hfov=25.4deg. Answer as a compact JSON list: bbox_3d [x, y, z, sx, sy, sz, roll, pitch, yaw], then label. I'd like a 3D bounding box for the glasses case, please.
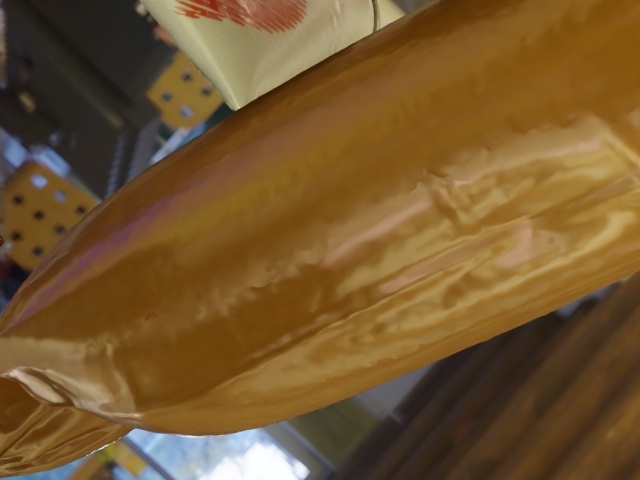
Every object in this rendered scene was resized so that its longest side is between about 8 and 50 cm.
[{"bbox_3d":[-0.087,-0.201,0.791,0.083,0.308,0.128,-37,-174,36],"label":"glasses case"}]

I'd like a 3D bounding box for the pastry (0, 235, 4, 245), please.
[{"bbox_3d":[-0.196,0.017,0.389,0.208,0.115,0.097,-6,178,20],"label":"pastry"}]

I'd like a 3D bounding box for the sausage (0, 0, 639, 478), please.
[{"bbox_3d":[0.001,0.001,0.449,0.328,0.112,0.112,-27,-174,17],"label":"sausage"}]
